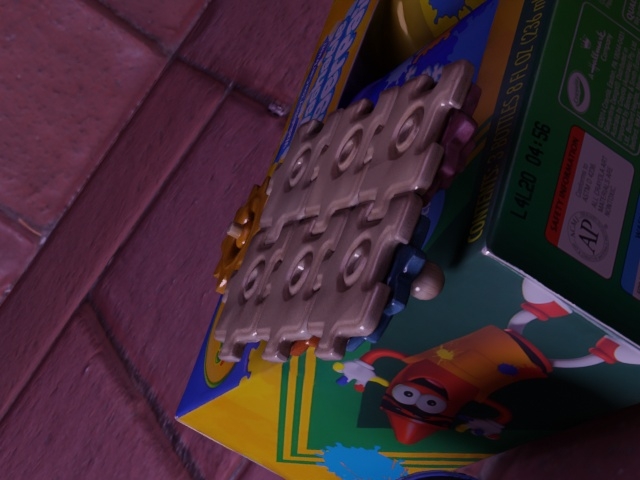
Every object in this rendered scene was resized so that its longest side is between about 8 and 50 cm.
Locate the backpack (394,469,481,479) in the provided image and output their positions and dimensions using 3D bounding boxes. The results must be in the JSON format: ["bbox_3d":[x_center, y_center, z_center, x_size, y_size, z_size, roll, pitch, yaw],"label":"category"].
[{"bbox_3d":[0.045,0.209,0.851,0.173,0.158,0.117,-42,5,-1],"label":"backpack"}]

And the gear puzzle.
[{"bbox_3d":[0.000,0.000,0.928,0.339,0.044,0.175,-12,54,67],"label":"gear puzzle"}]

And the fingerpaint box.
[{"bbox_3d":[0.109,-0.074,1.058,0.371,0.163,0.444,-32,32,52],"label":"fingerpaint box"}]
